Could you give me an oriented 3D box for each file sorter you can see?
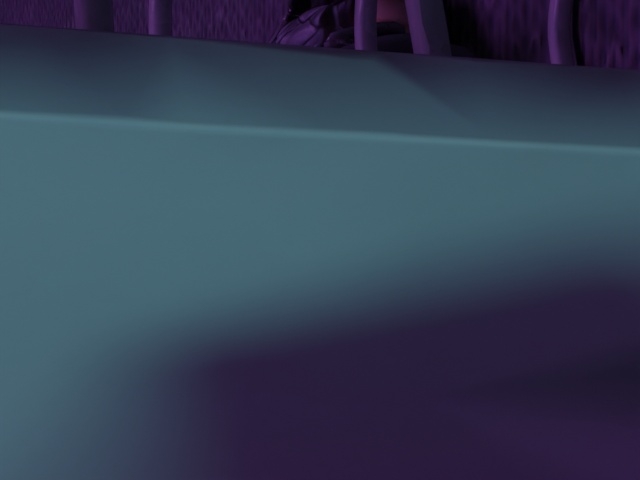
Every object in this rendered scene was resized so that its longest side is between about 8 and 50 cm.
[{"bbox_3d":[-0.014,-0.048,0.444,0.193,0.278,0.173,124,143,-57],"label":"file sorter"}]

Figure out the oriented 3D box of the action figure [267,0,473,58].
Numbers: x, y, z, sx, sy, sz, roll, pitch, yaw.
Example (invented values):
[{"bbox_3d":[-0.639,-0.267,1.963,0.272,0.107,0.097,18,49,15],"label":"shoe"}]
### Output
[{"bbox_3d":[0.000,0.000,0.667,0.185,0.099,0.285,124,146,-72],"label":"action figure"}]
